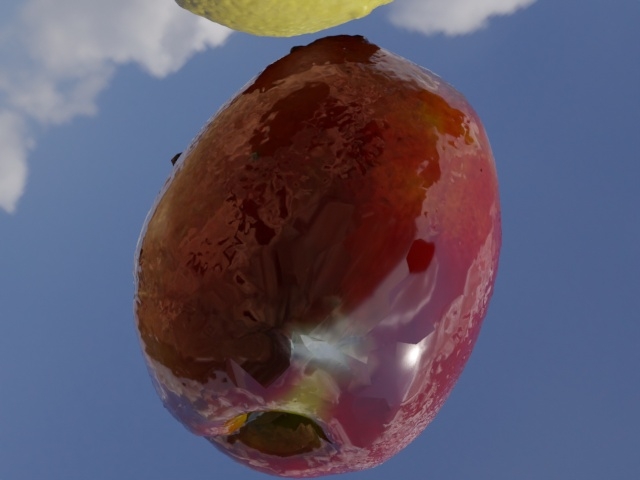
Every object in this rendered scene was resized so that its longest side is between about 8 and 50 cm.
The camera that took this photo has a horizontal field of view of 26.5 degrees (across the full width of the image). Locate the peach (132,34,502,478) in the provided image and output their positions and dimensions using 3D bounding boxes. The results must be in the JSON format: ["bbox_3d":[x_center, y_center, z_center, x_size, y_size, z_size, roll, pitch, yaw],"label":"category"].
[{"bbox_3d":[0.000,0.000,1.028,0.281,0.281,0.338,-17,-132,39],"label":"peach"}]

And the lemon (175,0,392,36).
[{"bbox_3d":[-0.038,-0.295,1.216,0.233,0.288,0.234,-5,-96,52],"label":"lemon"}]
